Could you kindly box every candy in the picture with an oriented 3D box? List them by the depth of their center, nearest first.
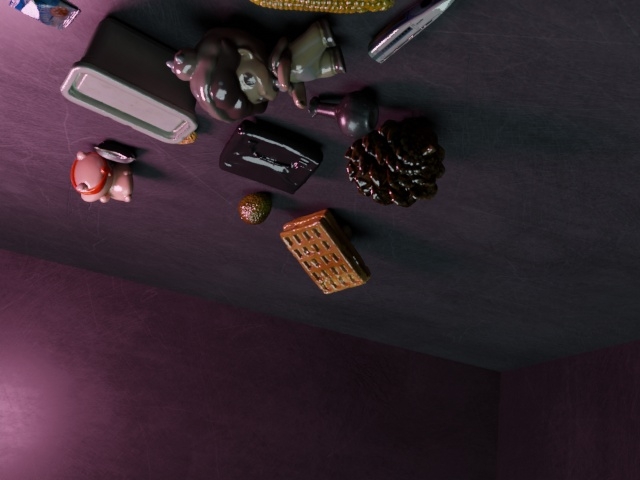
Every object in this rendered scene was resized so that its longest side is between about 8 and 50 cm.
[{"bbox_3d":[-0.644,-0.544,1.458,0.136,0.038,0.088,19,143,-39],"label":"candy"}]

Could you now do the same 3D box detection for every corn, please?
[{"bbox_3d":[-0.010,-0.502,1.204,0.322,0.119,0.119,4,157,1],"label":"corn"}]

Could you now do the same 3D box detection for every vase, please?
[{"bbox_3d":[0.054,-0.328,1.597,0.183,0.120,0.120,15,161,25],"label":"vase"}]

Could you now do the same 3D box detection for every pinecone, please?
[{"bbox_3d":[0.190,-0.202,1.670,0.244,0.244,0.309,24,169,-30],"label":"pinecone"}]

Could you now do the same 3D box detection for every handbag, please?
[{"bbox_3d":[-0.150,-0.251,1.880,0.275,0.088,0.244,21,152,-17],"label":"handbag"}]

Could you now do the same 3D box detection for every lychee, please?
[{"bbox_3d":[-0.232,-0.111,2.208,0.114,0.114,0.146,28,134,-36],"label":"lychee"}]

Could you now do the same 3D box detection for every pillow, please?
[{"bbox_3d":[-0.670,-0.285,2.044,0.135,0.055,0.091,19,158,-17],"label":"pillow"}]

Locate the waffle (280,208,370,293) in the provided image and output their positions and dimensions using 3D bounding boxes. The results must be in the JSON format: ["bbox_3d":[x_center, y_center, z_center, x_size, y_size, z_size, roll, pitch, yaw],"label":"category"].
[{"bbox_3d":[0.021,0.049,2.300,0.224,0.098,0.328,-15,120,39],"label":"waffle"}]

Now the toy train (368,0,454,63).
[{"bbox_3d":[0.191,-0.459,1.301,0.048,0.055,0.252,30,150,-21],"label":"toy train"}]

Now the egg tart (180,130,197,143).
[{"bbox_3d":[-0.422,-0.331,1.840,0.130,0.052,0.130,10,157,4],"label":"egg tart"}]

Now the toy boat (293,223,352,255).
[{"bbox_3d":[0.000,0.000,2.404,0.121,0.089,0.321,40,144,-22],"label":"toy boat"}]

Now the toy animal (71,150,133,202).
[{"bbox_3d":[-0.735,-0.209,2.098,0.197,0.171,0.171,12,161,-39],"label":"toy animal"}]

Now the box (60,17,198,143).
[{"bbox_3d":[-0.444,-0.394,1.536,0.312,0.182,0.175,24,154,-28],"label":"box"}]

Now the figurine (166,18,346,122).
[{"bbox_3d":[-0.139,-0.395,1.425,0.380,0.203,0.248,-10,159,15],"label":"figurine"}]
